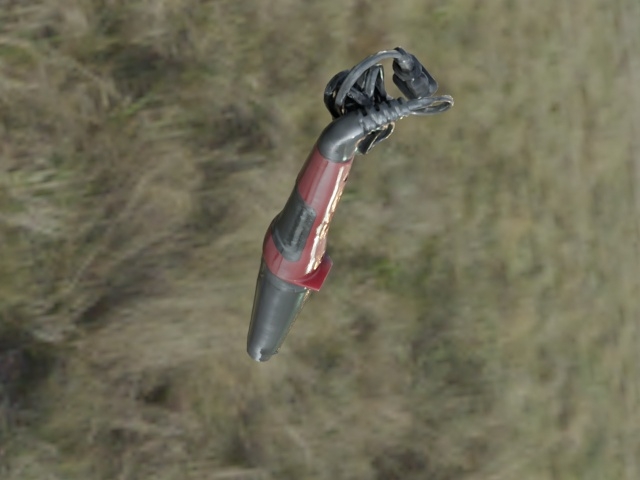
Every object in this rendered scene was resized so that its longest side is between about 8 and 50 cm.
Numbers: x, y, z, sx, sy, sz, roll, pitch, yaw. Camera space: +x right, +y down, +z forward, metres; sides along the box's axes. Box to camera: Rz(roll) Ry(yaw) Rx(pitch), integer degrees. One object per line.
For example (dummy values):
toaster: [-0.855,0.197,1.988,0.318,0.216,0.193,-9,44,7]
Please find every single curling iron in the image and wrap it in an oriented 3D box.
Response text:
curling iron: [0.000,0.000,0.693,0.035,0.068,0.274,53,-29,18]
